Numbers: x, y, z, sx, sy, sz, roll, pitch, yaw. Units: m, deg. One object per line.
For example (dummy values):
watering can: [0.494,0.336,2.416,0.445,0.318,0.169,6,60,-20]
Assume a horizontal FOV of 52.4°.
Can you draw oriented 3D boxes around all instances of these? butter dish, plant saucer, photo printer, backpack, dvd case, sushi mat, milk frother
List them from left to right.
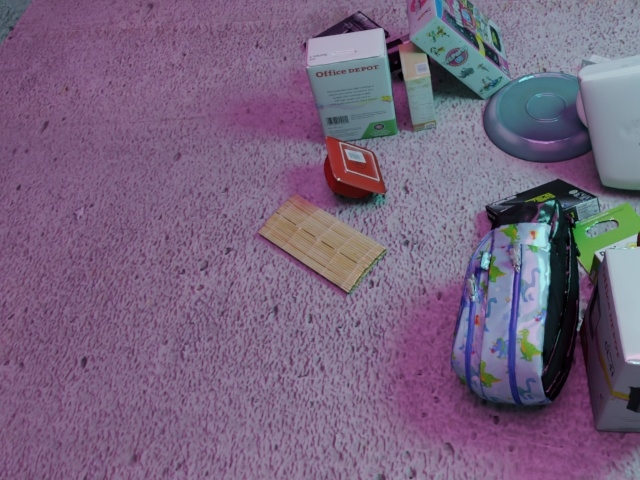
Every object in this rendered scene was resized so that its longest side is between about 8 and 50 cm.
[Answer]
sushi mat: [0.000,0.000,1.606,0.316,0.019,0.151,32,69,32]
dvd case: [0.080,-0.627,2.036,0.221,0.018,0.164,-33,55,-11]
butter dish: [0.067,-0.164,1.654,0.160,0.118,0.160,13,47,-28]
milk frother: [0.241,-0.553,1.873,0.135,0.129,0.143,-23,59,2]
backpack: [0.388,0.143,1.267,0.273,0.290,0.355,-10,60,18]
plant saucer: [0.584,-0.334,1.683,0.318,0.043,0.317,-6,54,9]
photo printer: [0.717,-0.250,1.414,0.256,0.307,0.107,-3,33,35]

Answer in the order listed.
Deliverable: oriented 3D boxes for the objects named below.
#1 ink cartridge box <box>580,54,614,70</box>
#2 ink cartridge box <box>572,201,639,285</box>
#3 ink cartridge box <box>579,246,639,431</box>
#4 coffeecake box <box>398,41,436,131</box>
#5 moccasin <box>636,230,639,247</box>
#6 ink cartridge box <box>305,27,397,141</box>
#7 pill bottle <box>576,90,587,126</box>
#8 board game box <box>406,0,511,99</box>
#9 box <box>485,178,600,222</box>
ink cartridge box: [0.739,-0.462,1.729,0.083,0.048,0.028,29,66,29]
ink cartridge box: [0.655,0.016,1.379,0.189,0.097,0.255,-23,54,-2]
ink cartridge box: [0.558,0.182,1.153,0.131,0.306,0.226,-2,54,13]
coffeecake box: [0.259,-0.408,1.728,0.068,0.185,0.142,-10,54,9]
moccasin: [0.791,-0.011,1.218,0.380,0.147,0.139,0,52,4]
ink cartridge box: [0.086,-0.400,1.708,0.201,0.278,0.117,-6,54,10]
pill bottle: [0.747,-0.350,1.574,0.229,0.131,0.131,-19,50,-23]
board game box: [0.366,-0.551,1.736,0.097,0.303,0.224,-35,41,39]
box: [0.493,-0.071,1.461,0.191,0.045,0.184,-20,22,0]
